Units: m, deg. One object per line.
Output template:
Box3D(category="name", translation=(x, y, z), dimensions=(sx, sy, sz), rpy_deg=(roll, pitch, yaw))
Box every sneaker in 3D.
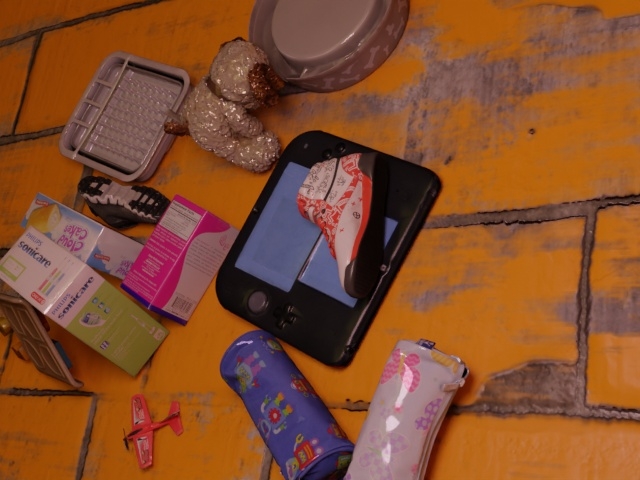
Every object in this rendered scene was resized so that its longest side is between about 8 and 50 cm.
Box3D(category="sneaker", translation=(-0.412, -0.067, 1.946), dimensions=(0.234, 0.106, 0.078), rpy_deg=(16, 49, 18))
Box3D(category="sneaker", translation=(0.029, -0.024, 1.555), dimensions=(0.145, 0.090, 0.270), rpy_deg=(-4, 65, 28))

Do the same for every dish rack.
Box3D(category="dish rack", translation=(-0.436, -0.278, 2.063), dimensions=(0.333, 0.072, 0.285), rpy_deg=(22, 82, 39))

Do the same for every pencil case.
Box3D(category="pencil case", translation=(0.129, 0.289, 1.378), dimensions=(0.124, 0.113, 0.273), rpy_deg=(20, 80, 19))
Box3D(category="pencil case", translation=(-0.059, 0.290, 1.504), dimensions=(0.133, 0.119, 0.306), rpy_deg=(-54, 49, 16))

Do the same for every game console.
Box3D(category="game console", translation=(0.000, 0.000, 1.639), dimensions=(0.342, 0.060, 0.386), rpy_deg=(24, 84, 40))

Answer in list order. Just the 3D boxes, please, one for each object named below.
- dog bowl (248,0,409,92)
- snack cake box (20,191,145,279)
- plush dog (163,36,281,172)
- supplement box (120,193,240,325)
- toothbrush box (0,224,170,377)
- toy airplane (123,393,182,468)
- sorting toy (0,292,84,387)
Box3D(category="dog bowl", translation=(0.022, -0.454, 1.810), dimensions=(0.349, 0.102, 0.348), rpy_deg=(-15, 61, 28))
Box3D(category="snack cake box", translation=(-0.502, -0.005, 1.927), dimensions=(0.264, 0.152, 0.089), rpy_deg=(22, 83, 40))
Box3D(category="plush dog", translation=(-0.181, -0.291, 1.776), dimensions=(0.262, 0.211, 0.225), rpy_deg=(52, 122, 40))
Box3D(category="supplement box", translation=(-0.276, 0.037, 1.777), dimensions=(0.114, 0.111, 0.220), rpy_deg=(29, 86, 41))
Box3D(category="toothbrush box", translation=(-0.459, 0.120, 1.743), dimensions=(0.206, 0.283, 0.122), rpy_deg=(28, 74, 38))
Box3D(category="toy airplane", translation=(-0.318, 0.352, 1.711), dimensions=(0.151, 0.028, 0.151), rpy_deg=(-14, 63, 28))
Box3D(category="sorting toy", translation=(-0.605, 0.193, 1.866), dimensions=(0.041, 0.229, 0.307), rpy_deg=(-39, 23, -28))
